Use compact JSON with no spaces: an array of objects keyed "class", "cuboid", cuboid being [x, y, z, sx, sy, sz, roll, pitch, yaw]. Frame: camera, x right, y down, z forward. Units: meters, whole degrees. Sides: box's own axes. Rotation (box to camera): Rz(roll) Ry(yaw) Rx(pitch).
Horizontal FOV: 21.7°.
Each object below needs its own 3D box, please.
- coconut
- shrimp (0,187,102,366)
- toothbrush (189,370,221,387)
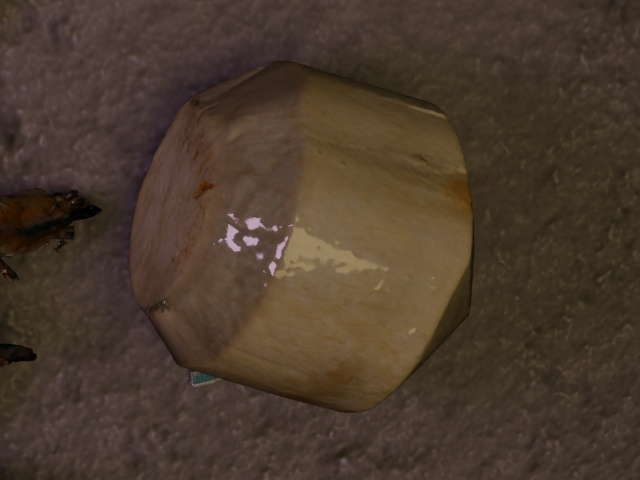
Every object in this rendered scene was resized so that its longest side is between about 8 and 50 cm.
[{"class":"coconut","cuboid":[0.000,0.000,1.471,0.323,0.323,0.323,-5,105,-20]},{"class":"shrimp","cuboid":[-0.263,0.031,1.447,0.219,0.046,0.152,-27,115,-52]},{"class":"toothbrush","cuboid":[-0.032,0.109,1.631,0.204,0.017,0.022,-16,128,-17]}]
